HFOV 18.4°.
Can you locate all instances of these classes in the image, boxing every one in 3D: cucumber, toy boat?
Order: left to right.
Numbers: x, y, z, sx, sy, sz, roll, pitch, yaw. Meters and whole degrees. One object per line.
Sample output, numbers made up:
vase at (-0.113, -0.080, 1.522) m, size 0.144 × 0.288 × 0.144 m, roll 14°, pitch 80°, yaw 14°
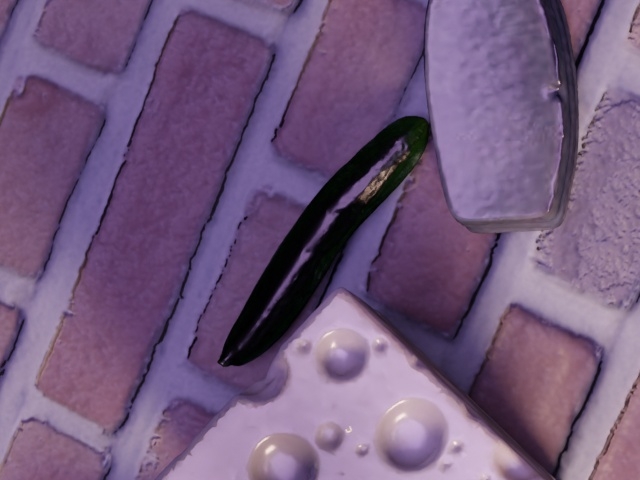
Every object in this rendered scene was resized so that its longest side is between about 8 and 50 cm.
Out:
cucumber at (0.000, 0.000, 1.740) m, size 0.056 × 0.056 × 0.284 m, roll 41°, pitch 101°, yaw 12°
toy boat at (0.150, -0.146, 1.670) m, size 0.127 × 0.078 × 0.283 m, roll -4°, pitch 93°, yaw 21°

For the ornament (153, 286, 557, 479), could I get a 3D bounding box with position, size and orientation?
ornament at (0.036, 0.211, 1.618) m, size 0.240 × 0.240 × 0.239 m, roll 44°, pitch 91°, yaw 11°
